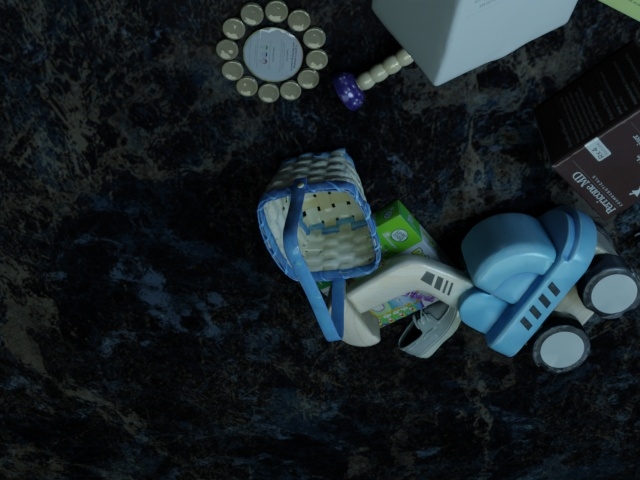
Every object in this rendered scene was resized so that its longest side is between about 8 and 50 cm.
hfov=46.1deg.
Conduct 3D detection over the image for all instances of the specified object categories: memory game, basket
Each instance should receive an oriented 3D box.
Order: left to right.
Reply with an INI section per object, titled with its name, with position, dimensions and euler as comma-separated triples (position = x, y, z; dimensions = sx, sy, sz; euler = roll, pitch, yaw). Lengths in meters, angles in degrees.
[memory game]
position = -0.079, -0.307, 1.232
dimensions = 0.186, 0.012, 0.186
euler = 0, 131, 0
[basket]
position = 0.000, 0.000, 1.323
dimensions = 0.201, 0.289, 0.254
euler = -11, 130, 11

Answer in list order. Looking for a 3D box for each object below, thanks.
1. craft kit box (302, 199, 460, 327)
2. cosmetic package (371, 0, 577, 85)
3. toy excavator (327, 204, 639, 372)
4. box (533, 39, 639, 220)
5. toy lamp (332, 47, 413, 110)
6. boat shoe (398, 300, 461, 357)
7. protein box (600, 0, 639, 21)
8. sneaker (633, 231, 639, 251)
[craft kit box]
position = 0.126, 0.062, 1.539
dimensions = 0.247, 0.061, 0.250
euler = -31, 125, 22
[cosmetic package]
position = 0.210, -0.402, 0.807
dimensions = 0.230, 0.161, 0.453
euler = -28, 157, -17
[toy excavator]
position = 0.290, 0.079, 1.424
dimensions = 0.445, 0.222, 0.433
euler = 28, 115, -11
[box]
position = 0.494, -0.179, 1.239
dimensions = 0.168, 0.167, 0.203
euler = 37, 123, -28
[toy lamp]
position = 0.152, -0.302, 1.195
dimensions = 0.275, 0.080, 0.080
euler = -26, 127, 25
[boat shoe]
position = 0.236, 0.177, 1.623
dimensions = 0.081, 0.079, 0.227
euler = 12, 134, -16
[protein box]
position = 0.431, -0.439, 1.025
dimensions = 0.200, 0.136, 0.201
euler = 20, 130, -16
[sneaker]
position = 0.671, -0.039, 1.418
dimensions = 0.163, 0.086, 0.226
euler = -23, 129, 17
